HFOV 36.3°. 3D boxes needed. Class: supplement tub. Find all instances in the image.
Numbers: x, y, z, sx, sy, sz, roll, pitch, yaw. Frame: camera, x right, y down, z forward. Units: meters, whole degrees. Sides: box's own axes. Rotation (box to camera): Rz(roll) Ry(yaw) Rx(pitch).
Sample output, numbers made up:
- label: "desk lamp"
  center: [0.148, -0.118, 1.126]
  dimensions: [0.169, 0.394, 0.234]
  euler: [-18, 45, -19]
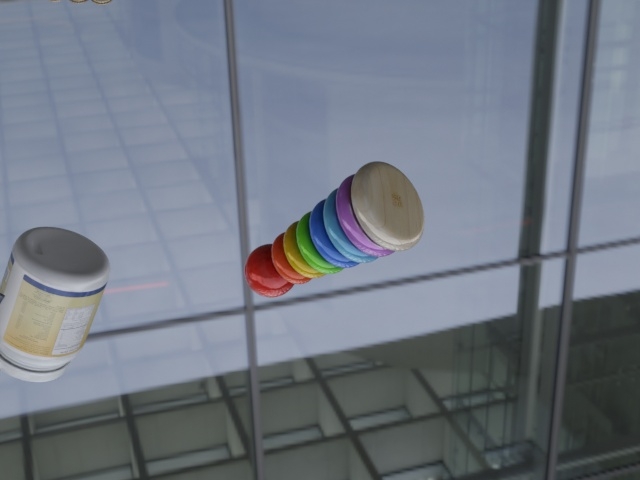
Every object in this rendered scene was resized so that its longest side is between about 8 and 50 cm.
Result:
- label: "supplement tub"
  center: [-0.645, 0.152, 2.302]
  dimensions: [0.228, 0.316, 0.228]
  euler: [21, -155, -10]

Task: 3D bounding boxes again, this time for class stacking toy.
- label: "stacking toy"
  center: [0.000, 0.000, 1.532]
  dimensions: [0.330, 0.141, 0.141]
  euler: [-27, -174, 40]

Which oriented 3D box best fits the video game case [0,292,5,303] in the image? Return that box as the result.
- label: "video game case"
  center: [-0.753, 0.176, 1.841]
  dimensions: [0.196, 0.274, 0.026]
  euler: [32, 171, -17]

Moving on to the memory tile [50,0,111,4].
- label: "memory tile"
  center: [-0.378, -0.434, 1.577]
  dimensions: [0.113, 0.012, 0.148]
  euler: [5, -127, -1]
